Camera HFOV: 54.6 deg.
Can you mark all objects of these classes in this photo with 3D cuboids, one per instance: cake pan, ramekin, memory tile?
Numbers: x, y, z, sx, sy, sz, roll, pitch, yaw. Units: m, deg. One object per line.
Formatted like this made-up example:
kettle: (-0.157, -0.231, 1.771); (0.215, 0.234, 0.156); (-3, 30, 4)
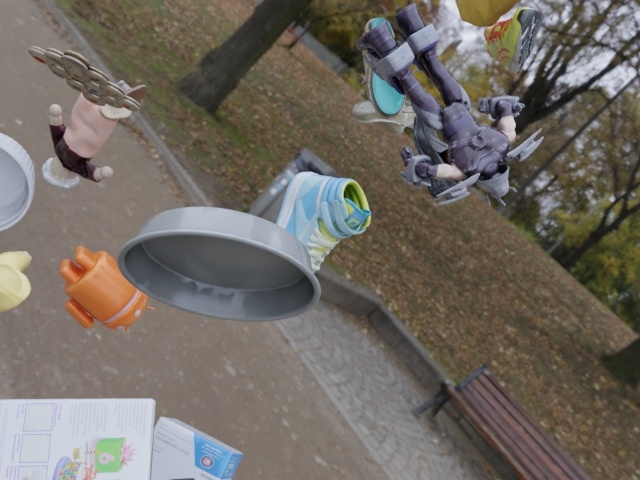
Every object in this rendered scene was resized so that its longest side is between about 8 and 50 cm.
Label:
cake pan: (-0.143, 0.040, 0.907); (0.293, 0.293, 0.054); (37, 49, -42)
ramekin: (-0.688, -0.129, 1.264); (0.207, 0.207, 0.109); (40, 12, -27)
memory tile: (-0.339, -0.231, 0.899); (0.113, 0.012, 0.148); (15, -14, 27)

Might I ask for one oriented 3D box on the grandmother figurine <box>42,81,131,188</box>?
grandmother figurine: (-0.567, -0.227, 1.473); (0.104, 0.342, 0.207); (-27, 82, -50)

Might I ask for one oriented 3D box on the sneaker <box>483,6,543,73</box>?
sneaker: (0.346, -0.375, 1.151); (0.094, 0.081, 0.208); (31, -1, 12)

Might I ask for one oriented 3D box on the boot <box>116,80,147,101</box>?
boot: (-0.539, -0.415, 1.725); (0.042, 0.119, 0.086); (40, 18, -56)

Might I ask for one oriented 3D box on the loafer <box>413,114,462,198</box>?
loafer: (0.224, -0.167, 1.178); (0.062, 0.061, 0.169); (-10, 81, -49)

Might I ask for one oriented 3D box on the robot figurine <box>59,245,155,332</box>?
robot figurine: (-0.474, 0.110, 1.381); (0.219, 0.128, 0.158); (50, 47, -27)

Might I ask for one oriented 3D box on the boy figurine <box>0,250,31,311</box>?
boy figurine: (-0.611, 0.086, 1.174); (0.092, 0.177, 0.285); (47, -32, -20)

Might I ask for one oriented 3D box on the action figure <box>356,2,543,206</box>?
action figure: (0.168, -0.167, 0.813); (0.284, 0.185, 0.099); (57, -14, 0)

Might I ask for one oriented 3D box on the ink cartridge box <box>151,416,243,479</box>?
ink cartridge box: (-0.375, 0.645, 1.596); (0.223, 0.307, 0.129); (22, -15, 12)

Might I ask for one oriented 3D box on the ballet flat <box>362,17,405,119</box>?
ballet flat: (0.109, -0.298, 1.114); (0.073, 0.206, 0.067); (4, -19, -15)

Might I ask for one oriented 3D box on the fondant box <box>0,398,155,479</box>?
fondant box: (-0.495, 0.427, 1.195); (0.331, 0.238, 0.096); (2, -16, -10)

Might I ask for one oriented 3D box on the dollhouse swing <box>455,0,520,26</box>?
dollhouse swing: (0.368, -0.587, 1.049); (0.304, 0.315, 0.347); (61, -26, 2)

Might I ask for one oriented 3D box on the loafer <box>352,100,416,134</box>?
loafer: (0.203, -0.355, 1.801); (0.269, 0.091, 0.102); (-10, 25, -36)

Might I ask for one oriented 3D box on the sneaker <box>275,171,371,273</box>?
sneaker: (0.000, 0.000, 1.340); (0.208, 0.318, 0.127); (4, -11, 42)
